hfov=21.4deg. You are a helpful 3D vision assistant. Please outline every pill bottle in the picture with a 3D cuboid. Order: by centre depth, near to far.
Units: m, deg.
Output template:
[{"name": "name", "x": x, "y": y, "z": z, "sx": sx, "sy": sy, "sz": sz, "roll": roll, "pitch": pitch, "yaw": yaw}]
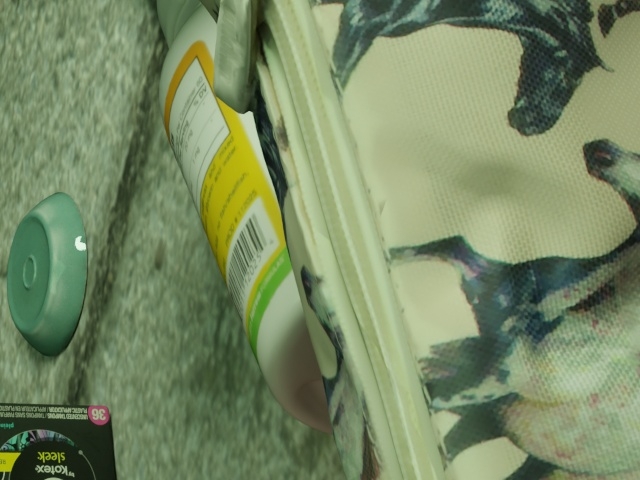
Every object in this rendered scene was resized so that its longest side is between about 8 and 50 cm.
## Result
[{"name": "pill bottle", "x": 0.004, "y": -0.044, "z": 0.780, "sx": 0.136, "sy": 0.136, "sz": 0.245, "roll": -60, "pitch": 38, "yaw": 35}]

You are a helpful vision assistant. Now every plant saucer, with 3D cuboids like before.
[{"name": "plant saucer", "x": -0.201, "y": 0.024, "z": 1.223, "sx": 0.119, "sy": 0.021, "sz": 0.119, "roll": -13, "pitch": 74, "yaw": 58}]

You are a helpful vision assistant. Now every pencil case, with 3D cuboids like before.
[{"name": "pencil case", "x": 0.070, "y": 0.045, "z": 0.557, "sx": 0.160, "sy": 0.183, "sz": 0.410, "roll": -35, "pitch": 67, "yaw": 56}]

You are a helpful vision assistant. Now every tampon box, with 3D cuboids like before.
[{"name": "tampon box", "x": -0.203, "y": 0.197, "z": 1.103, "sx": 0.101, "sy": 0.120, "sz": 0.161, "roll": -40, "pitch": 53, "yaw": 51}]
